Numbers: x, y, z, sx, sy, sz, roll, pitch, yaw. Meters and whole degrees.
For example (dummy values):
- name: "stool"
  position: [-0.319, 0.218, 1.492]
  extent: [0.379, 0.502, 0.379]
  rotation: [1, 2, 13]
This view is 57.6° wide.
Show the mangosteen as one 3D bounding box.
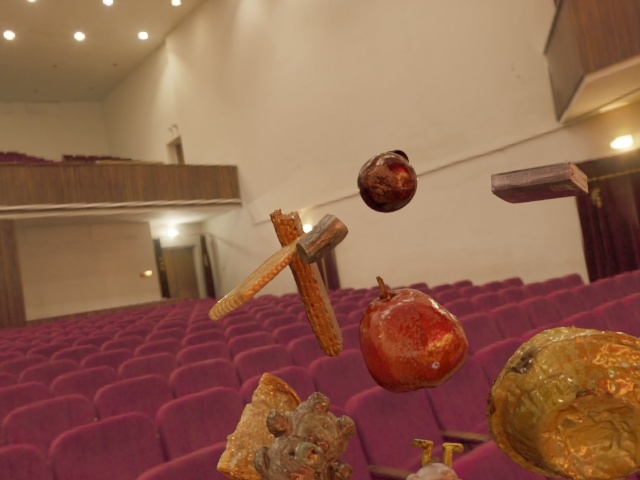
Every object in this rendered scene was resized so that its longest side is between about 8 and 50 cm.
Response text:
- name: "mangosteen"
  position: [0.180, -0.141, 1.449]
  extent: [0.181, 0.146, 0.155]
  rotation: [9, -61, -55]

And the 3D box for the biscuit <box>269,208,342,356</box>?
- name: "biscuit"
  position: [-0.027, 0.099, 1.409]
  extent: [0.054, 0.378, 0.094]
  rotation: [-19, 8, 8]

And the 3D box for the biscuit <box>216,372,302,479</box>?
- name: "biscuit"
  position: [-0.145, 0.550, 1.652]
  extent: [0.205, 0.308, 0.040]
  rotation: [27, -3, 2]

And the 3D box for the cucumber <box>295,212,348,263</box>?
- name: "cucumber"
  position: [0.001, -0.002, 1.184]
  extent: [0.112, 0.064, 0.064]
  rotation: [-42, 4, -14]

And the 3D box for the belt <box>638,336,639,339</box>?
- name: "belt"
  position: [0.630, 0.181, 0.984]
  extent: [0.163, 0.082, 0.147]
  rotation: [1, 30, -39]

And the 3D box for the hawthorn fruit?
- name: "hawthorn fruit"
  position: [0.156, 0.168, 1.084]
  extent: [0.197, 0.225, 0.196]
  rotation: [-27, -3, -2]

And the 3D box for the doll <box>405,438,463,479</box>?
- name: "doll"
  position: [0.244, 0.620, 1.241]
  extent: [0.160, 0.365, 0.094]
  rotation: [10, -15, -11]

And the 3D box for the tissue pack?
- name: "tissue pack"
  position: [0.429, -0.111, 1.144]
  extent: [0.156, 0.051, 0.112]
  rotation: [-7, -13, 39]

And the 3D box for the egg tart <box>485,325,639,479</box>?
- name: "egg tart"
  position: [0.403, 0.269, 0.894]
  extent: [0.291, 0.290, 0.115]
  rotation: [-10, 18, 11]

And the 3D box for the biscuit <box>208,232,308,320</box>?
- name: "biscuit"
  position: [-0.123, 0.072, 1.220]
  extent: [0.160, 0.030, 0.250]
  rotation: [-33, 7, 44]

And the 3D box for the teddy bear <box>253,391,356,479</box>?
- name: "teddy bear"
  position: [-0.033, 0.481, 1.336]
  extent: [0.151, 0.236, 0.267]
  rotation: [-55, -9, 25]
